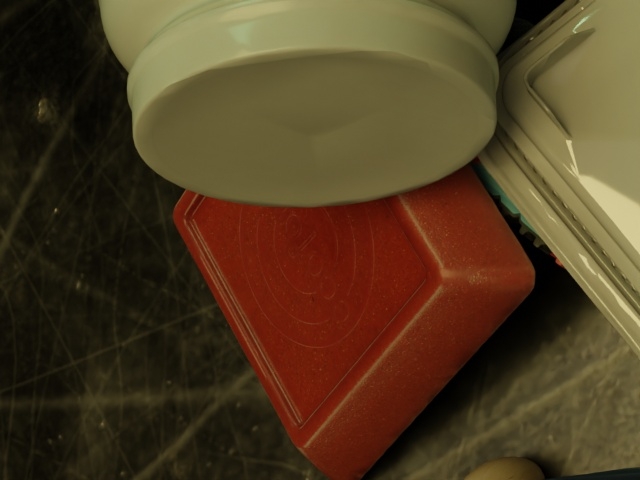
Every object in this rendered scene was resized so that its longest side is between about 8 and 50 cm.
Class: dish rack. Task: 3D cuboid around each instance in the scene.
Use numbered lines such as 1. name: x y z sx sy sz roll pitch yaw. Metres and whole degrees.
1. dish rack: 0.269 -0.089 1.051 0.333 0.072 0.285 -38 66 4

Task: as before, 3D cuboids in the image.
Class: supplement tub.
1. supplement tub: -0.010 -0.210 1.094 0.241 0.241 0.331 -18 63 31

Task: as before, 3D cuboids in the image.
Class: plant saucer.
1. plant saucer: 0.000 0.000 1.240 0.258 0.047 0.259 60 138 23

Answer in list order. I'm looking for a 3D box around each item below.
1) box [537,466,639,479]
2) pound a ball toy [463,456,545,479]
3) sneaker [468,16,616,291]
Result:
1. box: 0.229 0.206 0.975 0.294 0.296 0.183 -10 81 38
2. pound a ball toy: 0.029 0.298 1.216 0.208 0.136 0.319 1 89 33
3. sneaker: 0.167 -0.055 1.158 0.262 0.104 0.125 40 107 27
